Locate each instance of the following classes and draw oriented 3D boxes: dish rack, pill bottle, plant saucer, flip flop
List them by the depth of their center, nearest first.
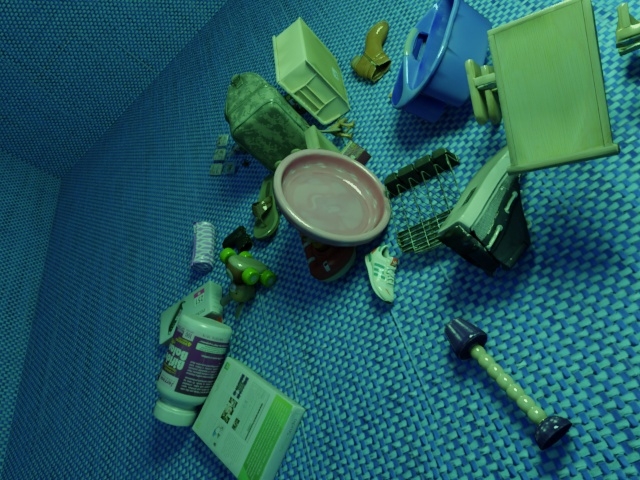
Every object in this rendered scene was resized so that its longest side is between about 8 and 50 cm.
[{"bbox_3d":[0.271,-0.095,1.118,0.208,0.074,0.272,-27,52,28],"label":"dish rack"},{"bbox_3d":[0.027,-0.109,1.203,0.084,0.331,0.332,117,152,-49],"label":"plant saucer"},{"bbox_3d":[-0.393,0.388,1.333,0.169,0.169,0.302,11,80,44],"label":"pill bottle"},{"bbox_3d":[-0.198,-0.123,1.532,0.112,0.080,0.277,-17,56,34],"label":"flip flop"}]

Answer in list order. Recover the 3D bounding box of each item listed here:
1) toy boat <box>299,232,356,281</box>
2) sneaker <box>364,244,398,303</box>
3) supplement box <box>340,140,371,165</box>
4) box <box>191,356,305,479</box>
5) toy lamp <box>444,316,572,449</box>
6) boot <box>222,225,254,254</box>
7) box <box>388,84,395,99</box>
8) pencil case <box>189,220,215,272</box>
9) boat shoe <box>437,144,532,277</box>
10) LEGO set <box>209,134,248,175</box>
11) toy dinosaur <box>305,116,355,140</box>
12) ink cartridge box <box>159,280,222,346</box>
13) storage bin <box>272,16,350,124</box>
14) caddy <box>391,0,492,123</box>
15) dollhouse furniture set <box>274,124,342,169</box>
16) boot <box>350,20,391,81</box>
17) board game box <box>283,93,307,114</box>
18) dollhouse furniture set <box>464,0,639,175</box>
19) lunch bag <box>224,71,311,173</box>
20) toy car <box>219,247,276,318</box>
[{"bbox_3d":[0.000,0.000,1.237,0.151,0.151,0.231,-36,47,20],"label":"toy boat"},{"bbox_3d":[0.165,0.080,1.115,0.075,0.057,0.161,-38,44,26],"label":"sneaker"},{"bbox_3d":[0.110,-0.268,1.375,0.055,0.043,0.083,-50,43,6],"label":"supplement box"},{"bbox_3d":[-0.205,0.490,1.202,0.321,0.058,0.233,17,78,46],"label":"box"},{"bbox_3d":[0.343,0.257,0.845,0.080,0.080,0.275,-48,47,9],"label":"toy lamp"},{"bbox_3d":[-0.293,0.013,1.565,0.121,0.045,0.099,-44,48,12],"label":"boot"},{"bbox_3d":[0.278,-0.496,1.376,0.081,0.028,0.136,22,79,46],"label":"box"},{"bbox_3d":[-0.443,0.020,1.658,0.086,0.088,0.206,-31,50,27],"label":"pencil case"},{"bbox_3d":[0.400,-0.071,0.973,0.341,0.158,0.127,-49,1,-25],"label":"boat shoe"},{"bbox_3d":[-0.367,-0.361,1.861,0.244,0.060,0.183,6,82,44],"label":"LEGO set"},{"bbox_3d":[0.049,-0.357,1.430,0.112,0.211,0.064,9,114,24],"label":"toy dinosaur"},{"bbox_3d":[-0.449,0.306,1.518,0.275,0.060,0.239,-32,47,23],"label":"ink cartridge box"},{"bbox_3d":[-0.027,-0.576,1.518,0.123,0.260,0.263,-29,50,26],"label":"storage bin"},{"bbox_3d":[0.304,-0.491,1.182,0.241,0.179,0.342,-25,44,68],"label":"caddy"},{"bbox_3d":[-0.058,-0.222,1.410,0.242,0.161,0.212,-31,49,24],"label":"dollhouse furniture set"},{"bbox_3d":[0.199,-0.638,1.498,0.197,0.072,0.152,-55,41,18],"label":"boot"},{"bbox_3d":[-0.150,-0.520,1.761,0.259,0.030,0.136,-20,52,32],"label":"board game box"},{"bbox_3d":[0.490,-0.293,0.884,0.361,0.394,0.257,-8,98,37],"label":"dollhouse furniture set"},{"bbox_3d":[-0.178,-0.415,1.533,0.212,0.305,0.256,-33,52,19],"label":"lunch bag"},{"bbox_3d":[-0.259,0.145,1.399,0.155,0.148,0.189,34,101,36],"label":"toy car"}]
